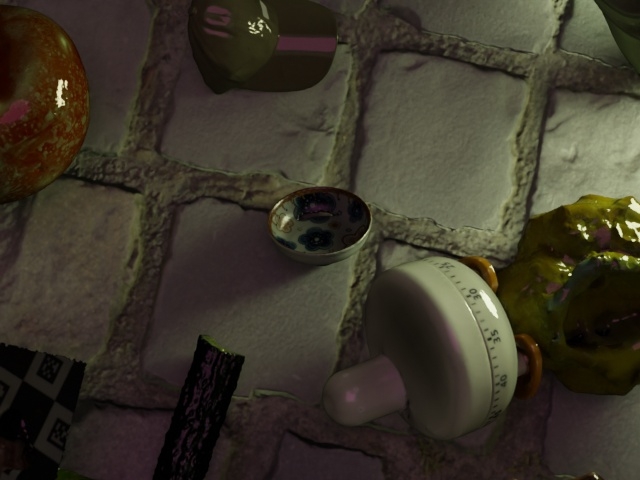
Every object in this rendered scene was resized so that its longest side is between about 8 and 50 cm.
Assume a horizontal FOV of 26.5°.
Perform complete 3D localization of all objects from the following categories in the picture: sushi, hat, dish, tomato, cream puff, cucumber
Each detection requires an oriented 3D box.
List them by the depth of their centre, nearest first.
[{"bbox_3d":[0.364,0.067,1.750,0.282,0.185,0.282,0,77,-1],"label":"cream puff"},{"bbox_3d":[-0.437,0.297,1.754,0.320,0.069,0.339,6,77,32],"label":"sushi"},{"bbox_3d":[-0.174,0.270,1.771,0.072,0.072,0.300,18,78,4],"label":"cucumber"},{"bbox_3d":[-0.433,-0.172,1.783,0.270,0.222,0.270,-1,60,2],"label":"tomato"},{"bbox_3d":[0.000,0.000,1.827,0.141,0.078,0.141,-2,42,2],"label":"dish"},{"bbox_3d":[-0.077,-0.288,1.853,0.173,0.144,0.166,0,81,23],"label":"hat"}]

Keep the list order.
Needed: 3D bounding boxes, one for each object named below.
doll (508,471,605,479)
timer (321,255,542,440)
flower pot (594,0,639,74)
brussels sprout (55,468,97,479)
[{"bbox_3d":[0.239,0.453,1.646,0.318,0.209,0.340,-3,74,15],"label":"doll"},{"bbox_3d":[0.128,0.142,1.709,0.240,0.233,0.233,-18,79,-25],"label":"timer"},{"bbox_3d":[0.403,-0.392,1.797,0.164,0.254,0.367,-32,80,-5],"label":"flower pot"},{"bbox_3d":[-0.297,0.376,1.749,0.181,0.100,0.139,33,65,23],"label":"brussels sprout"}]
